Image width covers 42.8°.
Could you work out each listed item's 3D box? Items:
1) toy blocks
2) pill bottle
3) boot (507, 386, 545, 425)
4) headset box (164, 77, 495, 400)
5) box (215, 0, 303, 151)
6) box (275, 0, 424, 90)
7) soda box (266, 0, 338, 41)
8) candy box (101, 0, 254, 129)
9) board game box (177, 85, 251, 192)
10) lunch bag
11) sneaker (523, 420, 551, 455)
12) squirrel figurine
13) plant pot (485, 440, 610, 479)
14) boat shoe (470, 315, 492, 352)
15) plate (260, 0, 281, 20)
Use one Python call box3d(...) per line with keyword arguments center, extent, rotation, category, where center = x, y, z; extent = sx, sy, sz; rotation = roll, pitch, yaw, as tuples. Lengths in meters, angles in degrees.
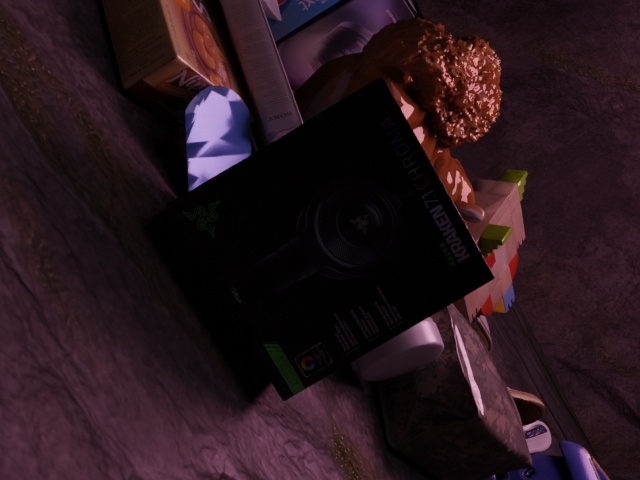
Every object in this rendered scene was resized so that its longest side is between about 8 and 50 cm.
box3d(center=(0.326, 0.061, 1.704), extent=(0.381, 0.190, 0.261), rotation=(-48, 134, -37), category="toy blocks")
box3d(center=(0.068, 0.043, 1.198), extent=(0.169, 0.169, 0.302), rotation=(30, 35, -60), category="pill bottle")
box3d(center=(0.306, 0.266, 1.548), extent=(0.165, 0.213, 0.077), rotation=(-96, -163, -58), category="boot")
box3d(center=(0.000, 0.000, 0.905), extent=(0.246, 0.283, 0.131), rotation=(60, 1, -7), category="headset box")
box3d(center=(-0.095, -0.248, 1.200), extent=(0.232, 0.058, 0.322), rotation=(92, -19, -72), category="box")
box3d(center=(0.046, -0.441, 1.689), extent=(0.296, 0.294, 0.183), rotation=(34, 34, -57), category="box")
box3d(center=(-0.063, -0.430, 1.497), extent=(0.071, 0.210, 0.067), rotation=(49, 21, -34), category="soda box")
box3d(center=(-0.204, -0.298, 1.085), extent=(0.183, 0.087, 0.317), rotation=(36, 30, -58), category="candy box")
box3d(center=(-0.136, -0.106, 1.012), extent=(0.133, 0.033, 0.169), rotation=(-19, 112, -59), category="board game box")
box3d(center=(0.194, 0.215, 1.300), extent=(0.235, 0.169, 0.287), rotation=(44, 29, -45), category="lunch bag")
box3d(center=(0.325, 0.396, 1.560), extent=(0.216, 0.121, 0.079), rotation=(3, 66, -31), category="sneaker")
box3d(center=(0.176, -0.183, 1.457), extent=(0.370, 0.397, 0.281), rotation=(34, 21, -27), category="squirrel figurine")
box3d(center=(0.419, 0.501, 1.423), extent=(0.236, 0.212, 0.236), rotation=(49, 21, -39), category="plant pot")
box3d(center=(0.307, 0.129, 1.885), extent=(0.103, 0.113, 0.302), rotation=(-79, 148, -67), category="boat shoe")
box3d(center=(-0.163, -0.518, 1.303), extent=(0.277, 0.045, 0.278), rotation=(38, 34, -60), category="plate")
